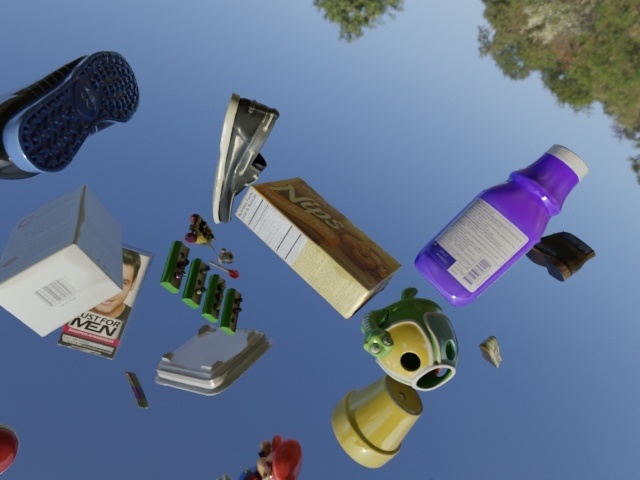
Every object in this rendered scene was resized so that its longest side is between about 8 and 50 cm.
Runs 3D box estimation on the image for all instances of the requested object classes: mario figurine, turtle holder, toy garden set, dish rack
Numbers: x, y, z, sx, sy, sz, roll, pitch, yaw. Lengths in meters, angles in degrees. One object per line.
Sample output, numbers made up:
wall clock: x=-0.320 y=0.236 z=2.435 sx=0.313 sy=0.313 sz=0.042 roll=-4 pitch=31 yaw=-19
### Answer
mario figurine: x=-0.192 y=0.677 z=1.266 sx=0.170 sy=0.321 sz=0.198 roll=48 pitch=-171 yaw=-7
turtle holder: x=0.256 y=0.277 z=1.197 sx=0.320 sy=0.244 sz=0.227 roll=59 pitch=-176 yaw=-47
toy garden set: x=-0.244 y=0.072 z=0.991 sx=0.244 sy=0.049 sz=0.203 roll=53 pitch=-151 yaw=-44
dish rack: x=-0.348 y=0.357 z=1.368 sx=0.286 sy=0.333 sz=0.072 roll=-36 pitch=-64 yaw=-49

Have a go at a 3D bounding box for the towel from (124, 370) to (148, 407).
towel: x=-0.373 y=0.303 z=0.870 sx=0.010 sy=0.060 sz=0.083 roll=-27 pitch=-104 yaw=-18

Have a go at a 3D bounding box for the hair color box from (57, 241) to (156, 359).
hair color box: x=-0.723 y=0.191 z=1.463 sx=0.186 sy=0.374 sz=0.113 roll=20 pitch=-179 yaw=-12

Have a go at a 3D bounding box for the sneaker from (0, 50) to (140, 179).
sneaker: x=-0.273 y=-0.136 z=0.442 sx=0.091 sy=0.081 sz=0.232 roll=-4 pitch=-145 yaw=8

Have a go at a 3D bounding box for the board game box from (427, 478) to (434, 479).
board game box: x=0.045 y=0.469 z=0.640 sx=0.144 sy=0.276 sz=0.141 roll=34 pitch=-142 yaw=-58

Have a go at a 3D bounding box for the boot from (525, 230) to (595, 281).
boot: x=0.618 y=0.016 z=1.151 sx=0.082 sy=0.106 sz=0.219 roll=55 pitch=-176 yaw=-37

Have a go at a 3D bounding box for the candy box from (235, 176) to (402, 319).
candy box: x=0.000 y=0.000 z=0.893 sx=0.316 sy=0.087 sz=0.183 roll=41 pitch=-152 yaw=15

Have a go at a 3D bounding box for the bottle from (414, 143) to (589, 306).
bottle: x=0.282 y=-0.025 z=0.674 sx=0.118 sy=0.283 sz=0.092 roll=47 pitch=-169 yaw=21

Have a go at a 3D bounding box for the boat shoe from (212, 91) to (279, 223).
boat shoe: x=-0.125 y=-0.110 z=0.669 sx=0.079 sy=0.233 sz=0.083 roll=9 pitch=-137 yaw=-18

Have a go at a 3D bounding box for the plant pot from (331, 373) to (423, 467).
plant pot: x=0.206 y=0.585 z=1.447 sx=0.254 sy=0.239 sz=0.254 roll=33 pitch=-156 yaw=-16

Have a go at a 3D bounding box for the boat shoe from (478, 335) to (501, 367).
boat shoe: x=0.498 y=0.322 z=1.239 sx=0.056 sy=0.048 sz=0.153 roll=38 pitch=171 yaw=46

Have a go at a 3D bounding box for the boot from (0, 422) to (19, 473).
boot: x=-0.407 y=0.246 z=0.395 sx=0.244 sy=0.176 sz=0.088 roll=4 pitch=-93 yaw=-49

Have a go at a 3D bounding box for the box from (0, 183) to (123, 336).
box: x=-0.649 y=0.034 z=1.092 sx=0.215 sy=0.168 sz=0.345 roll=-31 pitch=-142 yaw=-5
